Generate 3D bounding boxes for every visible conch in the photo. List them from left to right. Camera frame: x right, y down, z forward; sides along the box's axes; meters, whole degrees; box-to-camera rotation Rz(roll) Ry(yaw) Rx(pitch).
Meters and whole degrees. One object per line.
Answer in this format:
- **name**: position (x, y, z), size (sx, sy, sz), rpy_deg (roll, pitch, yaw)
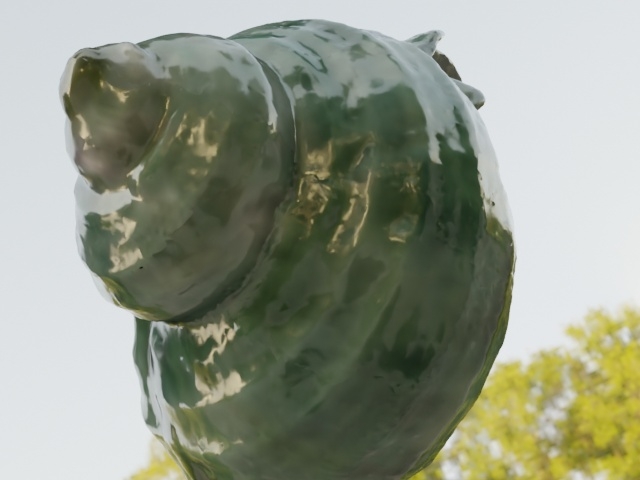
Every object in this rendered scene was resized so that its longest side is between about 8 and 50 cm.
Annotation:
- **conch**: position (0.000, 0.000, 0.502), size (0.195, 0.220, 0.277), rpy_deg (9, -12, 41)
